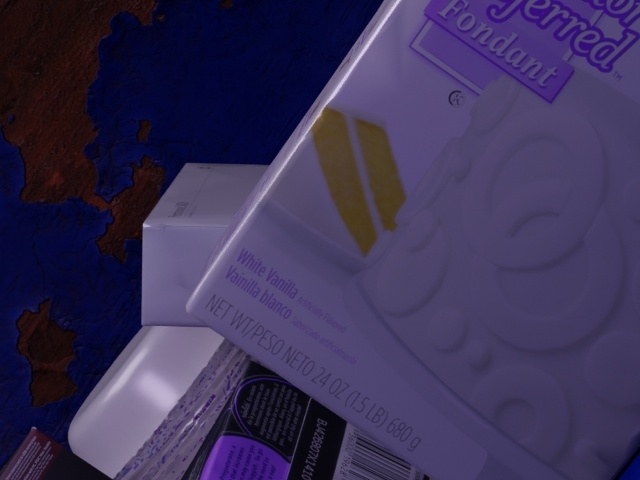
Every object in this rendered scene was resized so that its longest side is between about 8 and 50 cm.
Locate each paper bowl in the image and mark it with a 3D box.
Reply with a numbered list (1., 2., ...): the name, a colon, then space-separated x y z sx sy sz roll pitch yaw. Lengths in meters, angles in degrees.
1. paper bowl: -0.142 0.164 1.901 0.284 0.148 0.284 -50 6 7

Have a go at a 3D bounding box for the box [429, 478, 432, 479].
1. box: 0.076 0.174 1.308 0.164 0.021 0.201 -57 4 -11

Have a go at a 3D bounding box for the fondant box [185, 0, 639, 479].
1. fondant box: 0.118 -0.037 0.991 0.330 0.238 0.096 -55 4 14

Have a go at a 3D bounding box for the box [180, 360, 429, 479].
1. box: -0.055 0.243 1.240 0.270 0.143 0.165 -59 6 32

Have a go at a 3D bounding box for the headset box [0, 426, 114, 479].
1. headset box: -0.218 0.320 1.633 0.110 0.293 0.218 -51 6 48

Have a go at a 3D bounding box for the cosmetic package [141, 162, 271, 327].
1. cosmetic package: 0.000 0.000 1.707 0.377 0.284 0.097 -79 -7 -80
